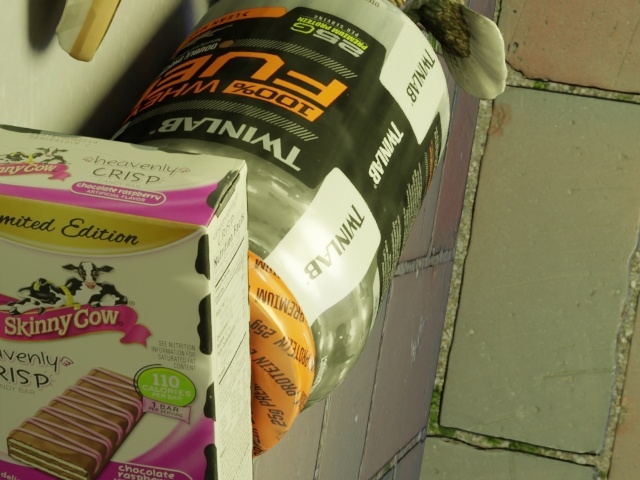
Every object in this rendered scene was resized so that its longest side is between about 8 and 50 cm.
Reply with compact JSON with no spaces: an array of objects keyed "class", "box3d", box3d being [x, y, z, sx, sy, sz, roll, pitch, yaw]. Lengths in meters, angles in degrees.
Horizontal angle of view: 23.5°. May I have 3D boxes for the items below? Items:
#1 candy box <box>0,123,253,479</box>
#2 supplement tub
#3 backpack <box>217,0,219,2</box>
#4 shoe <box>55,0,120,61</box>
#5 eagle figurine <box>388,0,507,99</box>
[{"class":"candy box","box3d":[-0.122,0.059,0.839,0.071,0.159,0.233,-65,160,-54]},{"class":"supplement tub","box3d":[-0.044,-0.021,1.017,0.338,0.207,0.207,-65,161,-53]},{"class":"backpack","box3d":[-0.030,-0.217,1.180,0.098,0.101,0.120,-67,158,-53]},{"class":"shoe","box3d":[-0.123,-0.211,0.891,0.076,0.058,0.219,160,-55,-81]},{"class":"eagle figurine","box3d":[0.076,-0.284,1.421,0.225,0.226,0.298,49,54,-48]}]
